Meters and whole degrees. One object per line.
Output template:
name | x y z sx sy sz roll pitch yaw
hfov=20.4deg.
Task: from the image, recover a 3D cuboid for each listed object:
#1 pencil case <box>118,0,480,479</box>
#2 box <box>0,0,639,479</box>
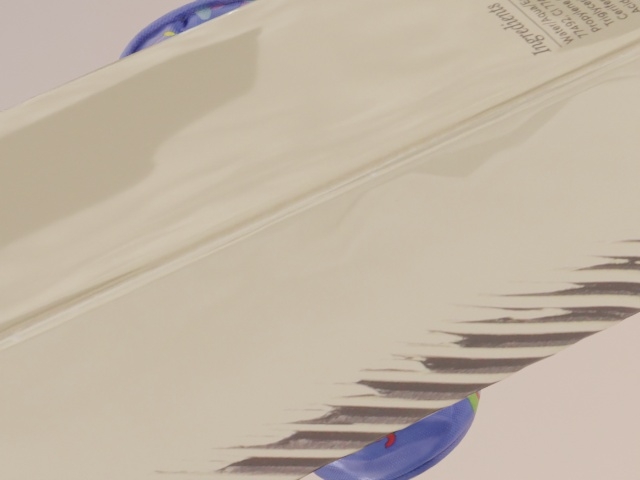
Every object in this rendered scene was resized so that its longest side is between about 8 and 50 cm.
pencil case | 0.000 0.000 0.961 0.133 0.306 0.119 -26 -140 -2
box | 0.005 -0.011 0.521 0.275 0.094 0.113 -25 -143 -9
